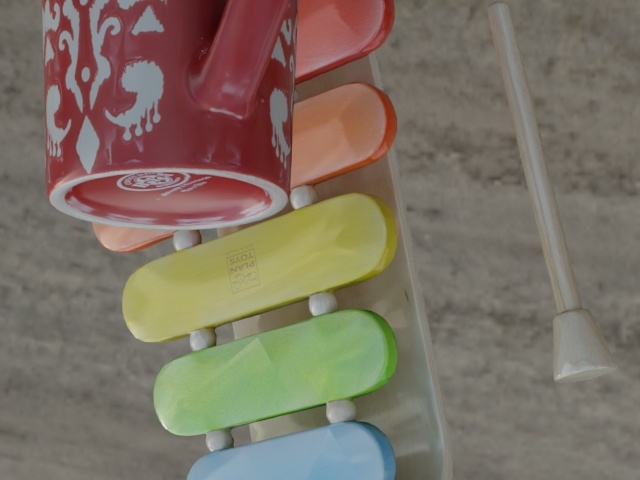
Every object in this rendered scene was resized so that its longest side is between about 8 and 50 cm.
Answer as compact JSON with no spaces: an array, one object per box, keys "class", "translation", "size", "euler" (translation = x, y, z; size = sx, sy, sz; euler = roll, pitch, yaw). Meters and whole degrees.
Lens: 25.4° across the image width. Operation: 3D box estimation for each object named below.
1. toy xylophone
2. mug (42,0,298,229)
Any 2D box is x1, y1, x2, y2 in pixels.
[{"class":"toy xylophone","translation":[0.000,0.000,0.682],"size":[0.236,0.322,0.081],"euler":[-27,161,30]},{"class":"mug","translation":[-0.058,-0.100,0.534],"size":[0.113,0.169,0.150],"euler":[1,167,-4]}]
